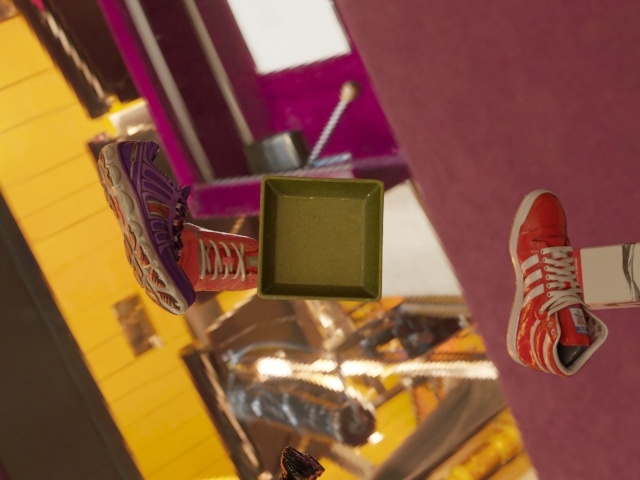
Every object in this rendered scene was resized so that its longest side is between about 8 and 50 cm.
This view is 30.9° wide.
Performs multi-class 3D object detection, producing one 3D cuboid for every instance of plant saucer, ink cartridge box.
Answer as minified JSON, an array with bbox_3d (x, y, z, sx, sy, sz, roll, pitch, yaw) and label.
[{"bbox_3d":[0.000,0.000,1.765,0.045,0.188,0.189,113,159,-81],"label":"plant saucer"},{"bbox_3d":[0.339,0.039,1.260,0.150,0.109,0.063,-6,81,26],"label":"ink cartridge box"}]

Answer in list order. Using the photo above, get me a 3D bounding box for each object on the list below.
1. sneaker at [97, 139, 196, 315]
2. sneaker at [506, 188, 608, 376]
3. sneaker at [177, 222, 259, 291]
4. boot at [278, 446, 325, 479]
[{"bbox_3d":[-0.140,-0.018,1.015,0.068,0.071,0.170,120,131,-65],"label":"sneaker"},{"bbox_3d":[0.152,0.029,0.740,0.067,0.042,0.119,-157,66,-65],"label":"sneaker"},{"bbox_3d":[-0.154,0.024,1.792,0.136,0.314,0.116,-1,89,22],"label":"sneaker"},{"bbox_3d":[-0.045,0.305,1.414,0.045,0.099,0.121,39,177,21],"label":"boot"}]
